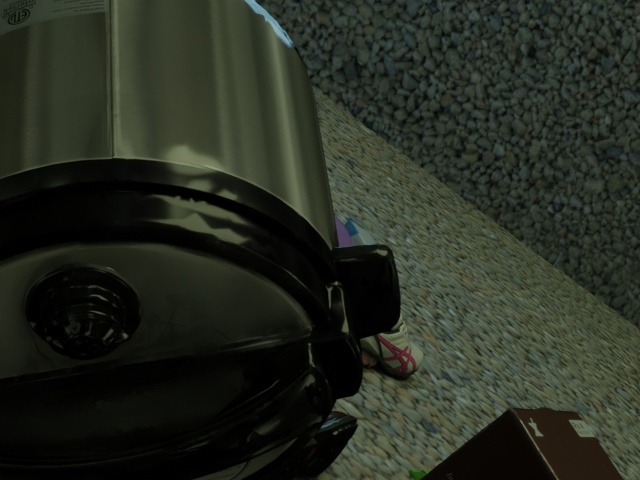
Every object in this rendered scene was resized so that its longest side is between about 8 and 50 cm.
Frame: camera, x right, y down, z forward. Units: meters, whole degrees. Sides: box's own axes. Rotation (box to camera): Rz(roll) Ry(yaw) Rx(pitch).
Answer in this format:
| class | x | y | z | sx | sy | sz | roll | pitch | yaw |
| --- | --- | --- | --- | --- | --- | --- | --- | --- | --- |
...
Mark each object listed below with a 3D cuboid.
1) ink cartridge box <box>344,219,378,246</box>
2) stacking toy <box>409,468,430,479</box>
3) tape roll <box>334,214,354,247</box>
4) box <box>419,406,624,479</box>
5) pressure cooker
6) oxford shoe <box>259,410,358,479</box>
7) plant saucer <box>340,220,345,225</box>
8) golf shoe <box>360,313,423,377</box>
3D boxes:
| class | x | y | z | sx | sy | sz | roll | pitch | yaw |
| --- | --- | --- | --- | --- | --- | --- | --- | --- | --- |
| ink cartridge box | 0.035 | 0.044 | 2.094 | 0.052 | 0.122 | 0.088 | 34 | 14 | -32 |
| stacking toy | 0.232 | 0.326 | 1.689 | 0.221 | 0.052 | 0.167 | 25 | 0 | 23 |
| tape roll | -0.089 | 0.072 | 1.372 | 0.090 | 0.275 | 0.275 | 28 | 17 | -37 |
| box | 0.209 | 0.303 | 1.460 | 0.168 | 0.203 | 0.167 | 12 | 41 | -54 |
| pressure cooker | -0.169 | 0.020 | 1.098 | 0.376 | 0.370 | 0.420 | 27 | 35 | -32 |
| oxford shoe | -0.029 | 0.206 | 1.501 | 0.096 | 0.082 | 0.227 | 39 | 12 | 22 |
| plant saucer | 0.000 | 0.000 | 2.315 | 0.318 | 0.043 | 0.317 | 35 | 15 | -11 |
| golf shoe | 0.106 | 0.149 | 2.011 | 0.067 | 0.086 | 0.186 | 46 | 14 | 34 |
